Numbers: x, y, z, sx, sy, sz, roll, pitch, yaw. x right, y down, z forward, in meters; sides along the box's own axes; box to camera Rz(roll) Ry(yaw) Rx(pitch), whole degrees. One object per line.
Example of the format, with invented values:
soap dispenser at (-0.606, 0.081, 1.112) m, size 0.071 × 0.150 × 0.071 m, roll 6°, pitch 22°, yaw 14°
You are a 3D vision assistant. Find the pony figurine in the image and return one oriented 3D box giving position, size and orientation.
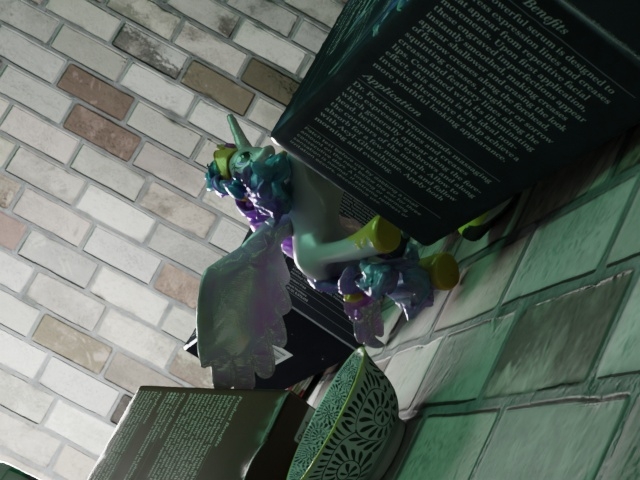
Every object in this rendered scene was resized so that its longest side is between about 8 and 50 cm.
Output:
pony figurine at (0.000, 0.000, 1.410) m, size 0.303 × 0.351 × 0.363 m, roll -16°, pitch 8°, yaw -38°

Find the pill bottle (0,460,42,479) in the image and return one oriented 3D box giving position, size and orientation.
pill bottle at (-0.221, 0.390, 1.143) m, size 0.204 × 0.361 × 0.204 m, roll -61°, pitch 4°, yaw 7°

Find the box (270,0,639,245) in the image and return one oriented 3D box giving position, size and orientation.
box at (0.168, -0.216, 1.068) m, size 0.395 × 0.212 × 0.293 m, roll -35°, pitch 24°, yaw 58°

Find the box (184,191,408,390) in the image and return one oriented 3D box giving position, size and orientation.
box at (-0.029, 0.061, 1.909) m, size 0.343 × 0.179 × 0.312 m, roll -34°, pitch 25°, yaw 55°

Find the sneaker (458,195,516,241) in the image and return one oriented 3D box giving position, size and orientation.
sneaker at (0.181, -0.088, 1.290) m, size 0.081 × 0.094 × 0.208 m, roll -54°, pitch 10°, yaw 53°

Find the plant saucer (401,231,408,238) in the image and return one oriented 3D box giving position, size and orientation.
plant saucer at (0.154, -0.096, 1.681) m, size 0.195 × 0.037 × 0.195 m, roll -56°, pitch -16°, yaw -25°

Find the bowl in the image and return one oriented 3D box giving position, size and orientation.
bowl at (0.037, 0.203, 1.191) m, size 0.170 × 0.080 × 0.170 m, roll -61°, pitch 4°, yaw 8°

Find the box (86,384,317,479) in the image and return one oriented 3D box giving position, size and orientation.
box at (-0.135, 0.292, 1.411) m, size 0.381 × 0.143 × 0.191 m, roll -9°, pitch 48°, yaw 56°

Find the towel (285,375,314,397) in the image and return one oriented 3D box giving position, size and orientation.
towel at (-0.016, 0.218, 2.107) m, size 0.329 × 0.037 × 0.237 m, roll -58°, pitch 3°, yaw 20°
